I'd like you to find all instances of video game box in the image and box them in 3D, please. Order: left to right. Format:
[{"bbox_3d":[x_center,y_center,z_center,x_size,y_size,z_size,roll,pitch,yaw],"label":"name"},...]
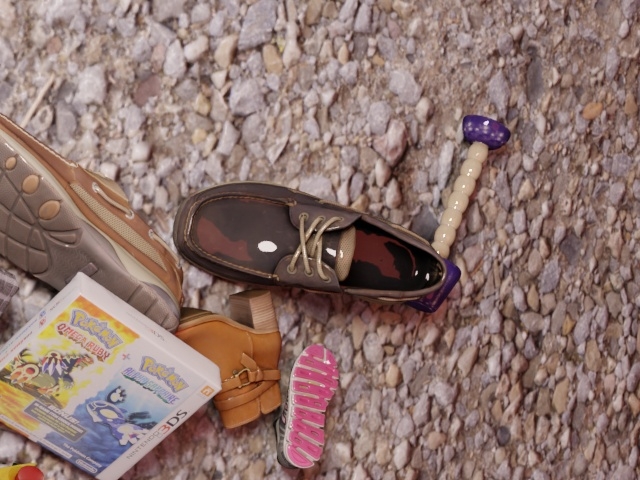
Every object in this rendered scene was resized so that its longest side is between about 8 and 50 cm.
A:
[{"bbox_3d":[-0.242,0.155,1.313,0.187,0.048,0.205,-43,121,15],"label":"video game box"}]

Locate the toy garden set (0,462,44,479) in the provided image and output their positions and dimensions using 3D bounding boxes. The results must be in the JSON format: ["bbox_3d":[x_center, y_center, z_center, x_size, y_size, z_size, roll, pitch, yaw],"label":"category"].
[{"bbox_3d":[-0.404,0.287,1.207,0.244,0.204,0.049,5,45,-35],"label":"toy garden set"}]

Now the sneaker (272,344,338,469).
[{"bbox_3d":[-0.024,0.212,1.524,0.063,0.075,0.170,20,57,-17],"label":"sneaker"}]

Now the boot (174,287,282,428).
[{"bbox_3d":[-0.126,0.151,1.442,0.197,0.073,0.152,-13,103,-31],"label":"boot"}]

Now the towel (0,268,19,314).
[{"bbox_3d":[-0.407,0.097,1.126,0.284,0.121,0.235,50,54,-74],"label":"towel"}]

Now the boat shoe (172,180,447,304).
[{"bbox_3d":[0.000,0.000,1.473,0.355,0.130,0.132,8,85,-26],"label":"boat shoe"}]

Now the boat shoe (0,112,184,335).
[{"bbox_3d":[-0.270,-0.021,1.321,0.324,0.123,0.116,50,32,-23],"label":"boat shoe"}]

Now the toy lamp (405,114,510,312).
[{"bbox_3d":[0.180,-0.035,1.644,0.080,0.080,0.275,29,75,-32],"label":"toy lamp"}]
